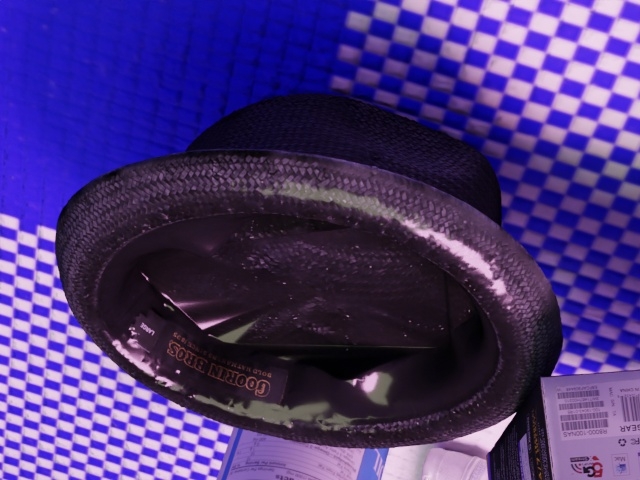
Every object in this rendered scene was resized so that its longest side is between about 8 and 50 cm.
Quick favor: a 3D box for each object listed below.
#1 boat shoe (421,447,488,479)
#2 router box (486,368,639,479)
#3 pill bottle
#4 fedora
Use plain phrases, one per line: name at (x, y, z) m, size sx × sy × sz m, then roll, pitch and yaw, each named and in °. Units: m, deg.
boat shoe at (0.100, 0.236, 1.602) m, size 0.063 × 0.066 × 0.184 m, roll 25°, pitch 148°, yaw 15°
router box at (0.277, 0.142, 1.249) m, size 0.308 × 0.081 × 0.243 m, roll -4°, pitch 163°, yaw -4°
pill bottle at (-0.021, 0.198, 1.465) m, size 0.124 × 0.221 × 0.124 m, roll 12°, pitch 144°, yaw 9°
fedora at (0.000, 0.000, 1.258) m, size 0.334 × 0.152 × 0.334 m, roll 10°, pitch 142°, yaw 8°
